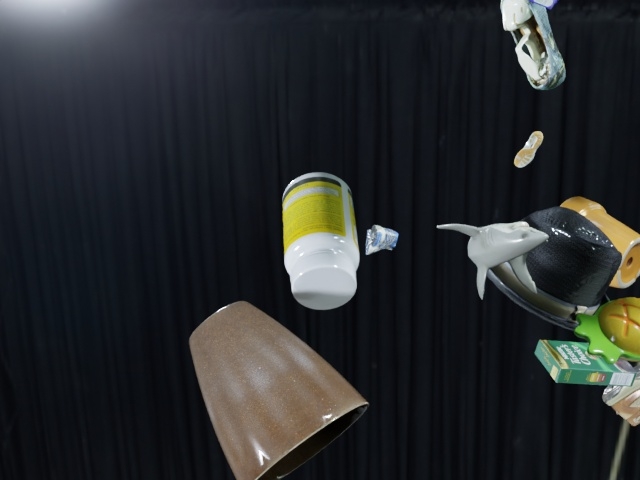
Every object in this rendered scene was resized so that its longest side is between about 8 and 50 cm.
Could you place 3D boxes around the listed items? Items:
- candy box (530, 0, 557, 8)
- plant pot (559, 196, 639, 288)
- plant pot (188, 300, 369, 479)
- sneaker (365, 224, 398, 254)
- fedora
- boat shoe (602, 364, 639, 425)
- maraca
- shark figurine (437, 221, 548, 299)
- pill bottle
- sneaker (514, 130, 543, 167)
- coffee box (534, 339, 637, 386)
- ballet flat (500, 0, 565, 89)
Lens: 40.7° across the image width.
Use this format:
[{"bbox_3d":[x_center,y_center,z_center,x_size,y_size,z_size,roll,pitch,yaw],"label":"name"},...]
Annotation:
[{"bbox_3d":[0.221,-0.465,1.116,0.317,0.122,0.268,22,-16,-2],"label":"candy box"},{"bbox_3d":[0.658,0.020,2.043,0.205,0.205,0.188,-16,30,-38],"label":"plant pot"},{"bbox_3d":[-0.083,0.208,1.248,0.215,0.215,0.230,-20,66,-44],"label":"plant pot"},{"bbox_3d":[0.124,0.003,1.730,0.058,0.052,0.135,6,-6,-6],"label":"sneaker"},{"bbox_3d":[0.462,0.029,1.668,0.334,0.152,0.334,25,28,-14],"label":"fedora"},{"bbox_3d":[0.786,0.305,1.920,0.120,0.324,0.122,53,37,10],"label":"boat shoe"},{"bbox_3d":[0.525,0.157,1.490,0.185,0.099,0.127,-10,48,-22],"label":"maraca"},{"bbox_3d":[0.273,0.038,1.363,0.166,0.116,0.278,1,-8,15],"label":"shark figurine"},{"bbox_3d":[0.000,0.000,1.370,0.119,0.119,0.208,-2,44,-2],"label":"pill bottle"},{"bbox_3d":[0.428,-0.185,1.760,0.032,0.083,0.037,38,19,11],"label":"sneaker"},{"bbox_3d":[0.562,0.260,1.830,0.184,0.040,0.113,6,25,-13],"label":"coffee box"},{"bbox_3d":[0.311,-0.313,1.297,0.070,0.188,0.070,-28,6,3],"label":"ballet flat"}]
